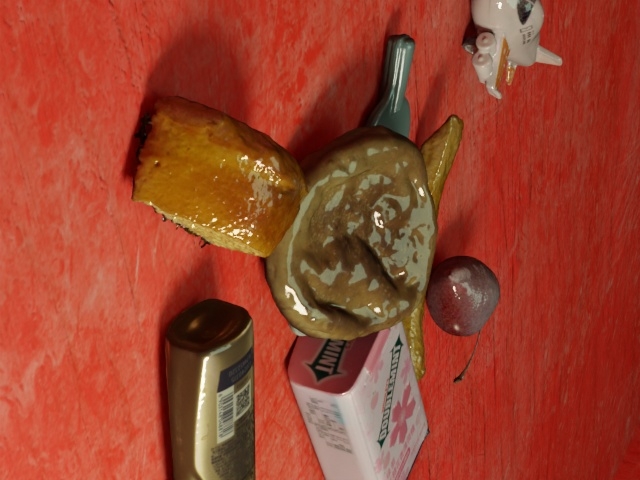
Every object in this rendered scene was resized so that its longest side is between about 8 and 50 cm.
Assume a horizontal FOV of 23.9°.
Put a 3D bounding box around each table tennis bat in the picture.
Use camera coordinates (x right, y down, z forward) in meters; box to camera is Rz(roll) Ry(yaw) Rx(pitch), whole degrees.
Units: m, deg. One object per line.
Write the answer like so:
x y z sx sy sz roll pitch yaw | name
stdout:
0.091 -0.165 2.060 0.149 0.038 0.237 -31 135 -56 | table tennis bat

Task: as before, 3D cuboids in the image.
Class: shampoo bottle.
-0.123 0.241 1.749 0.125 0.084 0.350 -43 141 -48 | shampoo bottle

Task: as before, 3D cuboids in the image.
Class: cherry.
0.213 0.112 2.395 0.148 0.115 0.188 91 25 -75 | cherry

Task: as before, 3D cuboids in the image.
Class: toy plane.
0.299 -0.334 2.323 0.244 0.117 0.244 -46 144 -48 | toy plane

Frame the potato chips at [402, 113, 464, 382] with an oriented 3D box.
0.148 0.009 2.235 0.057 0.080 0.407 -4 107 -50 | potato chips

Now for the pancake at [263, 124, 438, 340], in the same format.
0.047 -0.005 1.897 0.294 0.049 0.294 -12 108 -40 | pancake

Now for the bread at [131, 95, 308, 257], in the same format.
-0.088 -0.056 1.593 0.260 0.134 0.129 34 73 -65 | bread

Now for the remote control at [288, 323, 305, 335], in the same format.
0.001 0.001 1.938 0.097 0.045 0.256 -4 110 -53 | remote control

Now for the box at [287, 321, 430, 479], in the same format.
0.059 0.229 2.125 0.190 0.112 0.369 -61 155 -30 | box
